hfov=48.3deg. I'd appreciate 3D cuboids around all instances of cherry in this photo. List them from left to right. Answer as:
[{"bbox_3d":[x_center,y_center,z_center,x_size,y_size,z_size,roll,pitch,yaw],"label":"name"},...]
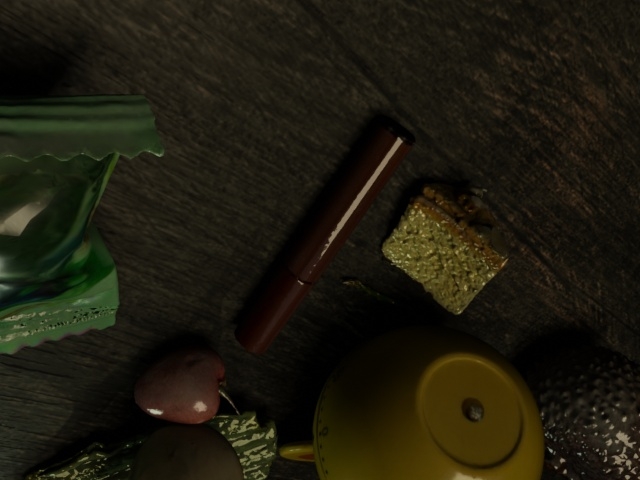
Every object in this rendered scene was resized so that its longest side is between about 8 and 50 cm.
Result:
[{"bbox_3d":[-0.178,0.192,0.938,0.126,0.106,0.087,-14,137,-20],"label":"cherry"}]

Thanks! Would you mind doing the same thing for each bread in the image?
[{"bbox_3d":[0.175,0.011,0.977,0.127,0.152,0.147,1,134,-30],"label":"bread"}]

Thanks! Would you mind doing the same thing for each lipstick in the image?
[{"bbox_3d":[0.000,0.000,0.921,0.057,0.057,0.357,19,114,-40],"label":"lipstick"}]

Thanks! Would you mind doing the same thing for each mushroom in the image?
[{"bbox_3d":[-0.196,0.333,0.940,0.206,0.209,0.206,18,90,-72],"label":"mushroom"}]

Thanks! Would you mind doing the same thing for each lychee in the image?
[{"bbox_3d":[0.516,0.331,1.359,0.300,0.300,0.300,-17,133,-19],"label":"lychee"}]

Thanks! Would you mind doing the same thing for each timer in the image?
[{"bbox_3d":[0.148,0.315,1.096,0.376,0.376,0.387,-12,158,-23],"label":"timer"}]

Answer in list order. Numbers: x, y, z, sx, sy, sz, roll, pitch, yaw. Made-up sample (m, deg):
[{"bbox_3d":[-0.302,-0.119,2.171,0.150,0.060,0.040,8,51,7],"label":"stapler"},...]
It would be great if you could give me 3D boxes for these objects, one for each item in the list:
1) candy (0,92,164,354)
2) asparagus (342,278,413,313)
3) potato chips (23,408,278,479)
[{"bbox_3d":[-0.307,0.012,0.677,0.262,0.172,0.398,-4,141,-24],"label":"candy"},{"bbox_3d":[0.087,0.081,1.072,0.162,0.016,0.016,28,99,-41],"label":"asparagus"},{"bbox_3d":[-0.257,0.406,1.100,0.429,0.070,0.359,-18,130,-19],"label":"potato chips"}]
